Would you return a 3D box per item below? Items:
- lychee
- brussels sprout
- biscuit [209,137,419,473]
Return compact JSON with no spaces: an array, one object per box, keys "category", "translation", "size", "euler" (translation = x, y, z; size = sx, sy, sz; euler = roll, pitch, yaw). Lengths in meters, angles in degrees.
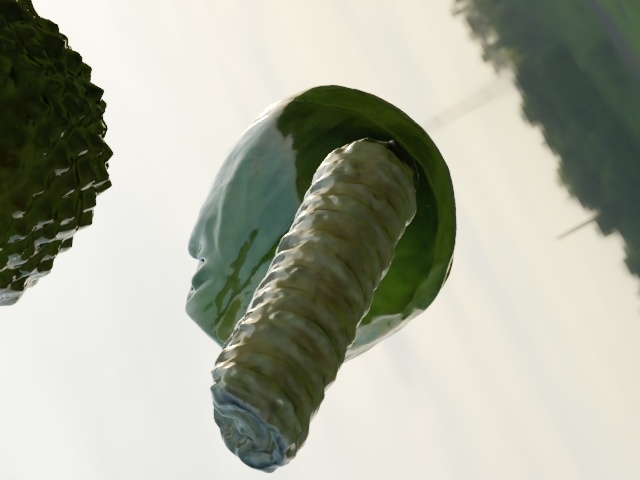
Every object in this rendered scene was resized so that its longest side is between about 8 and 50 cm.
[{"category":"lychee","translation":[-0.285,-0.053,0.964],"size":[0.270,0.320,0.269],"euler":[-170,90,-84]},{"category":"brussels sprout","translation":[0.000,0.000,1.375],"size":[0.219,0.271,0.210],"euler":[33,161,17]},{"category":"biscuit","translation":[-0.002,0.022,0.790],"size":[0.061,0.055,0.219],"euler":[61,-147,-28]}]
